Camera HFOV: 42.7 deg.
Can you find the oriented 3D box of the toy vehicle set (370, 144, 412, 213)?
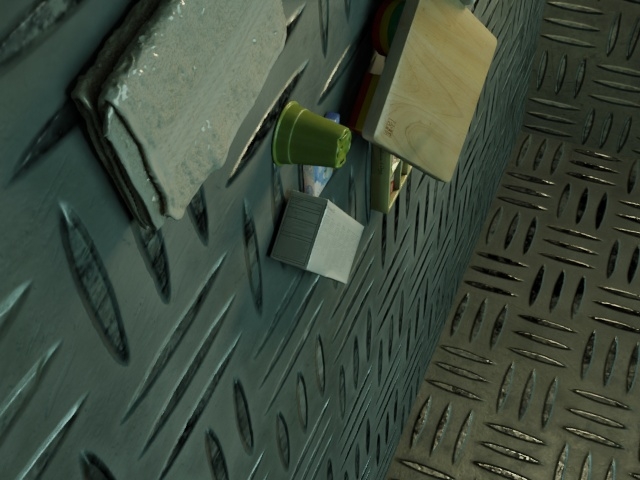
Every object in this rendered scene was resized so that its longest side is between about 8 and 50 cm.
[{"bbox_3d":[0.138,-0.197,1.488,0.267,0.035,0.166,87,25,-48],"label":"toy vehicle set"}]

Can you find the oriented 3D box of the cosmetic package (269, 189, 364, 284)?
[{"bbox_3d":[0.000,0.000,1.183,0.239,0.060,0.099,30,79,-73],"label":"cosmetic package"}]

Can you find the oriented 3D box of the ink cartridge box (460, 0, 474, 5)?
[{"bbox_3d":[0.172,-0.435,1.208,0.175,0.127,0.072,59,47,-70],"label":"ink cartridge box"}]

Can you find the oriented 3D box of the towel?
[{"bbox_3d":[-0.104,-0.160,0.712,0.187,0.049,0.282,79,32,-59],"label":"towel"}]

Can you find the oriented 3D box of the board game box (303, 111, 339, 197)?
[{"bbox_3d":[0.002,-0.118,1.148,0.090,0.020,0.090,88,26,-47],"label":"board game box"}]

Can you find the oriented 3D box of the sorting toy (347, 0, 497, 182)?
[{"bbox_3d":[0.153,-0.250,1.292,0.257,0.089,0.255,19,89,-54],"label":"sorting toy"}]

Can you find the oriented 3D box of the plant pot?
[{"bbox_3d":[-0.007,-0.123,1.009,0.083,0.079,0.083,16,90,-73],"label":"plant pot"}]
